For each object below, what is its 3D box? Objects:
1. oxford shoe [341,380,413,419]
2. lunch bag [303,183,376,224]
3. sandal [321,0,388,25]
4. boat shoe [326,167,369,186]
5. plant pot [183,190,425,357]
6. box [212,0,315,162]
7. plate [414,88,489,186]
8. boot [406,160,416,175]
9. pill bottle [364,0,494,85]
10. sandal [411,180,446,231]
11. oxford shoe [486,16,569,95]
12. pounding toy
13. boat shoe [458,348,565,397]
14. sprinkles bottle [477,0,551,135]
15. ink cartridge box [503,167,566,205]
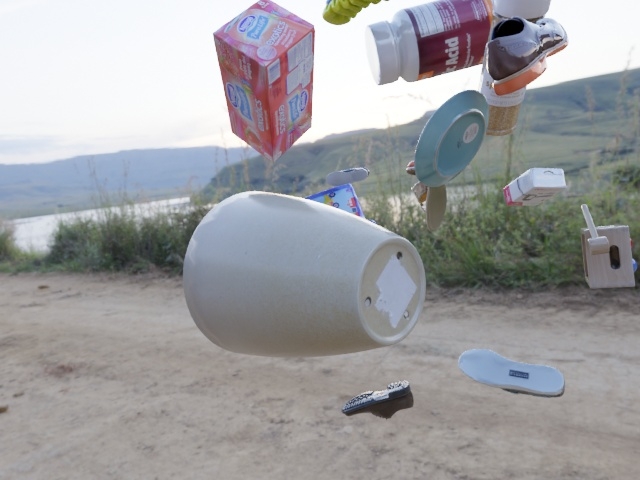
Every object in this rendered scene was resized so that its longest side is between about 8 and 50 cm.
[{"bbox_3d":[0.174,0.506,1.410,0.227,0.096,0.083,-19,6,16],"label":"oxford shoe"},{"bbox_3d":[0.000,0.000,1.178,0.293,0.221,0.138,-21,-16,18],"label":"lunch bag"},{"bbox_3d":[0.124,-0.740,1.325,0.317,0.138,0.126,-3,-1,41],"label":"sandal"},{"bbox_3d":[0.078,-0.183,1.325,0.125,0.046,0.038,-12,12,22],"label":"boat shoe"},{"bbox_3d":[-0.005,0.053,0.637,0.256,0.256,0.274,-15,11,-42],"label":"plant pot"},{"bbox_3d":[-0.112,-0.338,1.020,0.154,0.142,0.300,-47,-16,-21],"label":"box"},{"bbox_3d":[0.246,-0.177,0.842,0.188,0.188,0.024,-13,40,-34],"label":"plate"},{"bbox_3d":[0.281,-0.209,1.150,0.158,0.084,0.059,-13,-6,-7],"label":"boot"},{"bbox_3d":[0.353,-0.635,1.479,0.392,0.224,0.224,-15,9,0],"label":"pill bottle"},{"bbox_3d":[0.282,-0.149,1.242,0.088,0.240,0.079,-15,20,-40],"label":"sandal"},{"bbox_3d":[0.359,-0.352,0.808,0.097,0.098,0.271,-15,25,44],"label":"oxford shoe"},{"bbox_3d":[0.617,0.008,0.992,0.094,0.181,0.206,-6,0,25],"label":"pounding toy"},{"bbox_3d":[0.417,0.301,1.026,0.219,0.070,0.078,9,60,34],"label":"boat shoe"},{"bbox_3d":[0.460,-0.436,1.143,0.121,0.355,0.121,-3,47,3],"label":"sprinkles bottle"},{"bbox_3d":[0.652,-0.161,1.421,0.109,0.063,0.150,0,-16,-10],"label":"ink cartridge box"}]
